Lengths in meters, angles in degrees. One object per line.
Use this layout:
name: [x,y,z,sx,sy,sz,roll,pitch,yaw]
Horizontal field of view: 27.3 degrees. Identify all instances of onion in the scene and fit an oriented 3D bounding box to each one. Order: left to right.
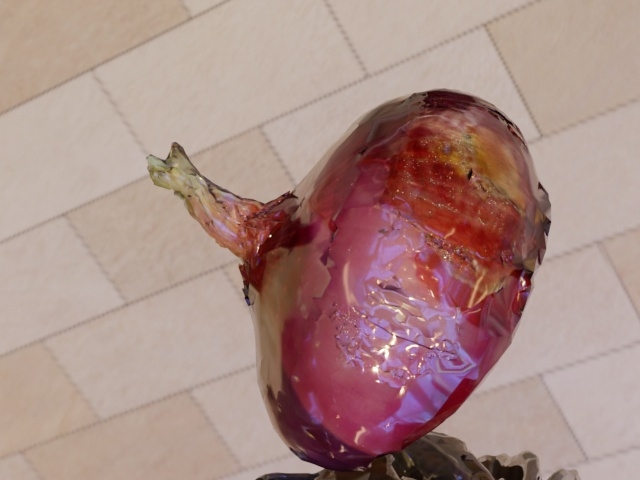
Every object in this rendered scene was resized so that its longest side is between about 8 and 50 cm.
onion: [0.000,0.000,0.486,0.140,0.150,0.150,29,122,-12]

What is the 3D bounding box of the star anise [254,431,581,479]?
star anise: [0.082,0.145,0.514,0.209,0.231,0.089,-1,120,-20]
